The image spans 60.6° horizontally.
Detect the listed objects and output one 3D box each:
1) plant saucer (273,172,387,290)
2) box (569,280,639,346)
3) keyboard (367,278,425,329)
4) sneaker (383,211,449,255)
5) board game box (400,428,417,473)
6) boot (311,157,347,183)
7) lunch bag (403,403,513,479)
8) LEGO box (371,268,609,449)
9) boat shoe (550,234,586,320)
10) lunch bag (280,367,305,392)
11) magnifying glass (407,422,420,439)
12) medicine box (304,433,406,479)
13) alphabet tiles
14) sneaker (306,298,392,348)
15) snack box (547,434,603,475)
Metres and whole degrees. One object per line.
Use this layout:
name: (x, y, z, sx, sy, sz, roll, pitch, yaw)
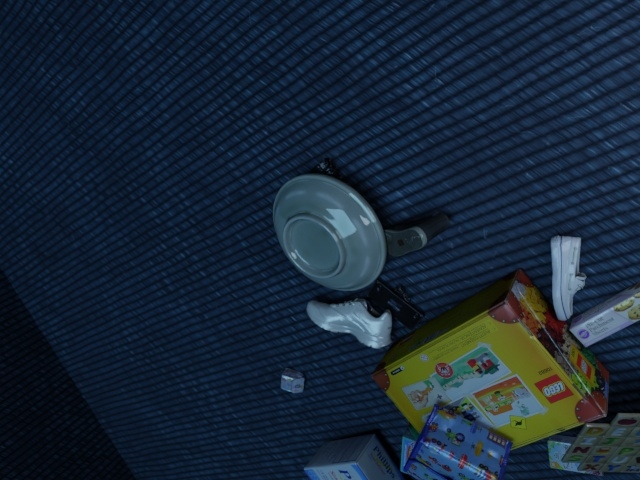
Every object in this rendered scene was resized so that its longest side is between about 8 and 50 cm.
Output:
plant saucer: (0.000, 0.000, 1.631, 0.401, 0.100, 0.400, 20, 130, 26)
box: (0.763, 0.151, 1.327, 0.067, 0.063, 0.324, 49, 126, 3)
keyboard: (0.235, 0.186, 1.671, 0.180, 0.023, 0.108, 37, 131, 9)
sneaker: (0.260, -0.017, 1.535, 0.222, 0.118, 0.083, -6, 109, 63)
board game box: (0.375, 0.735, 1.827, 0.210, 0.047, 0.160, 12, 117, 26)
boot: (0.011, -0.176, 1.617, 0.099, 0.045, 0.121, 49, 121, 0)
lunch bag: (0.362, 0.624, 1.516, 0.221, 0.138, 0.293, 24, 135, 16)
LEGO box: (0.454, 0.374, 1.524, 0.372, 0.193, 0.500, 50, 127, 0)
boat shoe: (0.623, 0.098, 1.369, 0.076, 0.083, 0.226, -2, 110, 32)
lunch bag: (-0.099, 0.513, 1.994, 0.083, 0.053, 0.071, 15, 120, 13)
magnifying glass: (0.301, 0.602, 1.717, 0.026, 0.231, 0.092, -39, 83, -1)
medicine box: (0.134, 0.850, 1.935, 0.289, 0.149, 0.263, -30, 95, 45)
alphabet tiles: (0.791, 0.523, 1.398, 0.285, 0.011, 0.342, 0, 137, 4)
sneaker: (0.096, 0.235, 1.737, 0.297, 0.111, 0.129, 15, 106, 19)
snack box: (0.733, 0.615, 1.573, 0.141, 0.037, 0.100, -2, 110, 31)
